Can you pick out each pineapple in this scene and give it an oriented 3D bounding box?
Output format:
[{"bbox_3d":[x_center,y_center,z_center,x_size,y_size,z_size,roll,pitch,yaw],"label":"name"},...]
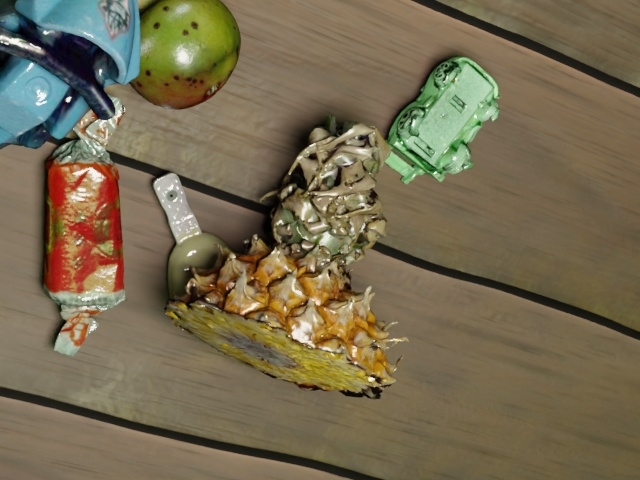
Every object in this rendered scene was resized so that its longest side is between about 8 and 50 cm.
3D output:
[{"bbox_3d":[0.000,0.000,1.322,0.262,0.262,0.272,30,71,-28],"label":"pineapple"}]

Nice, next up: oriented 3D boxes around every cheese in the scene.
[{"bbox_3d":[-0.137,0.013,1.373,0.097,0.037,0.192,-26,116,-13],"label":"cheese"}]

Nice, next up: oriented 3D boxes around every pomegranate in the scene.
[{"bbox_3d":[-0.144,-0.195,1.262,0.130,0.130,0.130,-7,110,-20],"label":"pomegranate"}]

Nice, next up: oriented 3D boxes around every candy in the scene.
[{"bbox_3d":[-0.247,-0.012,1.309,0.086,0.059,0.292,-3,108,-20],"label":"candy"}]

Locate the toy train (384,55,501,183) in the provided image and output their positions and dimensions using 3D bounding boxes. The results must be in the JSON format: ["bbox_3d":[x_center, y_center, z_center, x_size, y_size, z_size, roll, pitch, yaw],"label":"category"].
[{"bbox_3d":[0.132,-0.135,1.414,0.099,0.081,0.149,34,88,-28],"label":"toy train"}]

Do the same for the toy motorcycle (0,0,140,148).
[{"bbox_3d":[-0.306,-0.130,1.146,0.416,0.232,0.172,-51,130,1],"label":"toy motorcycle"}]
